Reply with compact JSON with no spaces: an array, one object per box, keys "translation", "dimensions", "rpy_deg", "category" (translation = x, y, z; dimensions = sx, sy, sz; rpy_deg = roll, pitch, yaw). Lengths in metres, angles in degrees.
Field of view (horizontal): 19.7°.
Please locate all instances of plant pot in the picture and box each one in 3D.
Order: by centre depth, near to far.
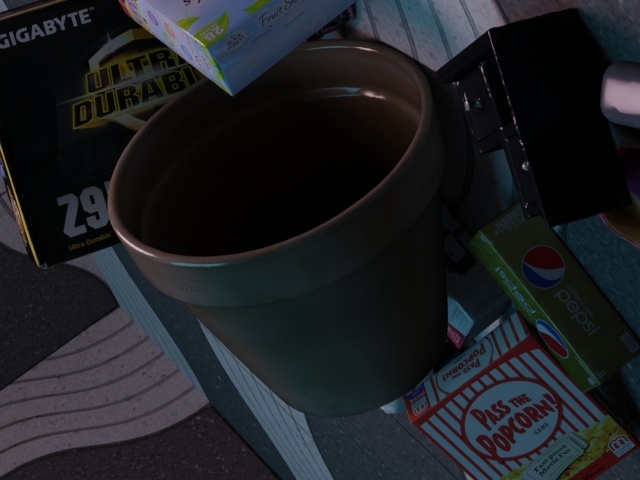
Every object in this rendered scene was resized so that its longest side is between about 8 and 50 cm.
[{"translation":[-0.006,0.012,1.778],"dimensions":[0.323,0.323,0.280],"rpy_deg":[36,156,51],"category":"plant pot"}]

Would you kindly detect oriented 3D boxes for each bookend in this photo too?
[{"translation":[0.163,-0.084,1.443],"dimensions":[0.157,0.072,0.156],"rpy_deg":[152,101,-76],"category":"bookend"}]

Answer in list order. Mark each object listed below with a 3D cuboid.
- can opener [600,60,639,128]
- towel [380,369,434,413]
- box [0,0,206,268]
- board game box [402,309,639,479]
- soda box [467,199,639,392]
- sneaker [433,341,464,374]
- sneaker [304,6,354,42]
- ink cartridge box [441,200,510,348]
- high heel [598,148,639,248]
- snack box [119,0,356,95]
[{"translation":[0.274,-0.066,1.179],"dimensions":[0.280,0.074,0.093],"rpy_deg":[-148,63,-62],"category":"can opener"},{"translation":[0.000,0.000,2.156],"dimensions":[0.320,0.090,0.374],"rpy_deg":[28,140,53],"category":"towel"},{"translation":[-0.182,-0.143,1.888],"dimensions":[0.079,0.322,0.257],"rpy_deg":[-156,49,-68],"category":"box"},{"translation":[0.197,0.177,1.798],"dimensions":[0.193,0.147,0.045],"rpy_deg":[43,-163,-29],"category":"board game box"},{"translation":[0.218,0.051,1.713],"dimensions":[0.181,0.058,0.061],"rpy_deg":[53,166,5],"category":"soda box"},{"translation":[0.165,0.163,2.152],"dimensions":[0.084,0.058,0.152],"rpy_deg":[50,175,-20],"category":"sneaker"},{"translation":[-0.006,-0.217,1.806],"dimensions":[0.047,0.057,0.119],"rpy_deg":[55,165,1],"category":"sneaker"},{"translation":[0.128,0.027,1.935],"dimensions":[0.150,0.063,0.109],"rpy_deg":[51,166,12],"category":"ink cartridge box"},{"translation":[0.244,0.009,1.403],"dimensions":[0.244,0.117,0.082],"rpy_deg":[38,159,47],"category":"high heel"},{"translation":[-0.080,-0.247,1.727],"dimensions":[0.207,0.174,0.070],"rpy_deg":[39,163,43],"category":"snack box"}]
